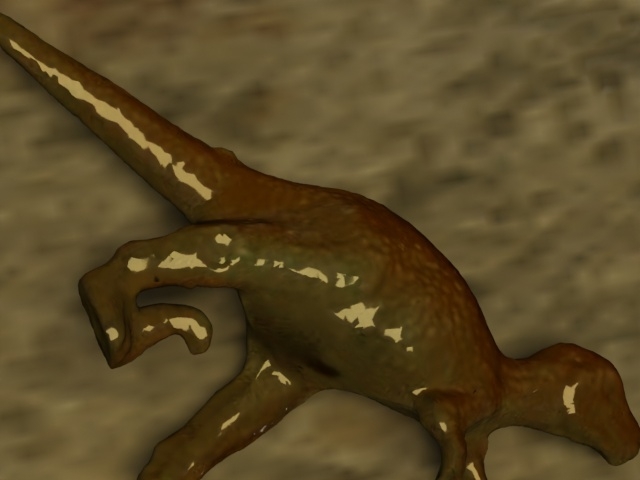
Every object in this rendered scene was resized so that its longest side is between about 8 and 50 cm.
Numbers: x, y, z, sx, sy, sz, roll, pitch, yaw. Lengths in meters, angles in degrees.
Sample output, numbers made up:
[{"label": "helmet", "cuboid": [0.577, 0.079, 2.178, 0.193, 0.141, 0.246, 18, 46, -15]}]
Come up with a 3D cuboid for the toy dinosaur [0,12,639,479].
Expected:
[{"label": "toy dinosaur", "cuboid": [0.000, 0.000, 0.361, 0.126, 0.039, 0.162, -18, 84, -23]}]
